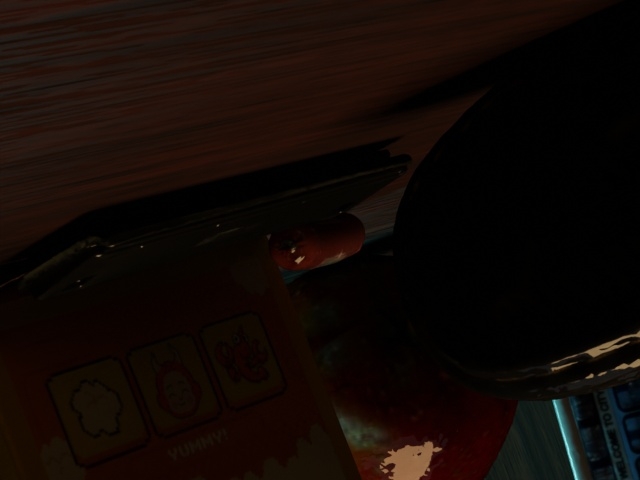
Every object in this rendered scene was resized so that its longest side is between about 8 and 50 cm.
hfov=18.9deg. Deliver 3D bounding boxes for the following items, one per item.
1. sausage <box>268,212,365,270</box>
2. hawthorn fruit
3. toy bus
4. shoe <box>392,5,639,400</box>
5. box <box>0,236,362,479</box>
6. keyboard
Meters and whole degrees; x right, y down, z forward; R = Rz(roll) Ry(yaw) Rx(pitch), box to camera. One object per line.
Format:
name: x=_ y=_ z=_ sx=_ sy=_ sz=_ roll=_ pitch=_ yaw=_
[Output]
sausage: x=0.000 y=0.000 z=1.241 sx=0.034 sy=0.034 sz=0.253 roll=-21 pitch=178 yaw=9
hawthorn fruit: x=0.055 y=0.107 z=1.698 sx=0.254 sy=0.254 sz=0.300 roll=-19 pitch=147 yaw=-17
toy bus: x=0.232 y=0.067 z=1.463 sx=0.131 sy=0.297 sz=0.106 roll=-16 pitch=176 yaw=20
shoe: x=0.232 y=-0.046 z=1.000 sx=0.384 sy=0.171 sz=0.237 roll=-30 pitch=168 yaw=16
box: x=-0.174 y=0.142 z=1.154 sx=0.284 sy=0.213 sz=0.259 roll=-24 pitch=177 yaw=38
keyboard: x=-0.055 y=-0.012 z=1.050 sx=0.230 sy=0.025 sz=0.094 roll=-16 pitch=171 yaw=-42
